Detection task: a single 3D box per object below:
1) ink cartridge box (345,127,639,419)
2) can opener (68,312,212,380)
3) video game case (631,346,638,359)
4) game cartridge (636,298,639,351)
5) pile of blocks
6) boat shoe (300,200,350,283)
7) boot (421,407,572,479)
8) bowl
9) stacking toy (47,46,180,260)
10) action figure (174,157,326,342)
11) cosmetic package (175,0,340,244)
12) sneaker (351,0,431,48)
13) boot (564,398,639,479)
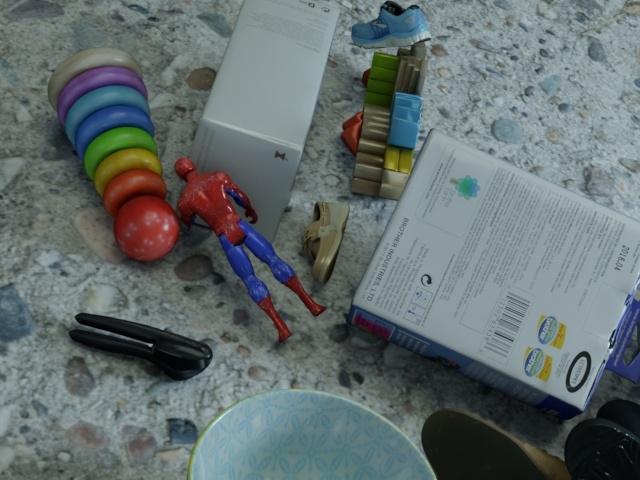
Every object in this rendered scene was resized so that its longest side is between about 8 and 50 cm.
[{"bbox_3d":[0.267,0.063,1.882,0.395,0.151,0.270,24,79,5],"label":"ink cartridge box"},{"bbox_3d":[-0.225,0.126,1.778,0.186,0.073,0.059,16,49,9],"label":"can opener"},{"bbox_3d":[0.586,0.186,2.060,0.212,0.023,0.193,38,44,19],"label":"video game case"},{"bbox_3d":[0.490,0.173,1.898,0.060,0.196,0.294,6,54,-11],"label":"game cartridge"},{"bbox_3d":[0.094,-0.201,2.180,0.113,0.149,0.362,11,41,-2],"label":"pile of blocks"},{"bbox_3d":[0.000,0.000,2.000,0.059,0.063,0.170,17,32,-1],"label":"boat shoe"},{"bbox_3d":[0.265,0.304,1.771,0.305,0.112,0.115,33,23,7],"label":"boot"},{"bbox_3d":[-0.021,0.323,1.576,0.289,0.156,0.289,11,43,-11],"label":"bowl"},{"bbox_3d":[-0.271,-0.112,1.962,0.141,0.141,0.330,-7,53,-27],"label":"stacking toy"},{"bbox_3d":[-0.108,0.007,1.913,0.091,0.139,0.280,-36,86,-5],"label":"action figure"},{"bbox_3d":[-0.086,-0.192,2.065,0.155,0.197,0.365,18,40,-3],"label":"cosmetic package"},{"bbox_3d":[0.111,-0.345,2.237,0.063,0.073,0.162,-20,16,-39],"label":"sneaker"},{"bbox_3d":[0.370,0.261,1.739,0.246,0.094,0.207,40,15,-20],"label":"boot"}]
